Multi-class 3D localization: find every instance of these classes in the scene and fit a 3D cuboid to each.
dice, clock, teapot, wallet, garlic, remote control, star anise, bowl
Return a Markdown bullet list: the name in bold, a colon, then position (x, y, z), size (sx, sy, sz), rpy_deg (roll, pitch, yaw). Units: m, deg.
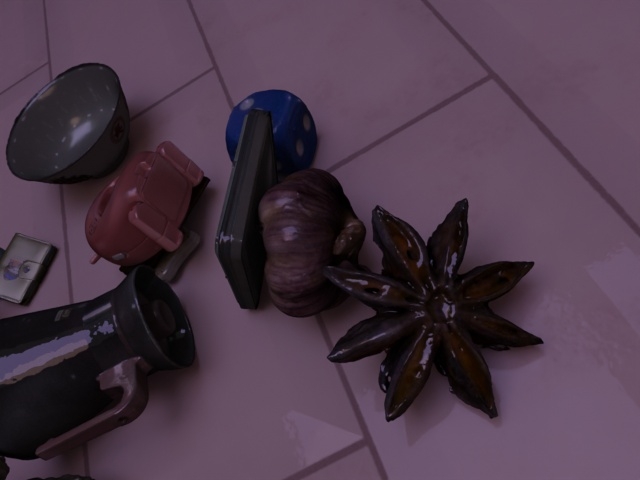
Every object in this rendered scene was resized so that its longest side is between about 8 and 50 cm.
- **dice**: position (-0.096, -0.205, 1.070), size (0.146, 0.143, 0.146), rpy_deg (-1, 59, 25)
- **clock**: position (-0.379, -0.064, 1.063), size (0.241, 0.142, 0.227), rpy_deg (-21, 44, 31)
- **teapot**: position (-0.413, 0.216, 0.913), size (0.343, 0.253, 0.300), rpy_deg (-27, 41, 3)
- **wallet**: position (-0.693, 0.067, 1.238), size (0.110, 0.039, 0.155), rpy_deg (16, 69, 7)
- **garlic**: position (0.000, 0.000, 0.853), size (0.160, 0.245, 0.245), rpy_deg (-6, 60, 19)
- **remote control**: position (-0.297, 0.029, 1.091), size (0.074, 0.032, 0.122), rpy_deg (23, 73, 48)
- **wallet**: position (-0.337, -0.036, 1.135), size (0.137, 0.031, 0.255), rpy_deg (7, 62, 48)
- **star anise**: position (0.154, 0.096, 0.761), size (0.331, 0.117, 0.332), rpy_deg (2, 78, -8)
- **bowl**: position (-0.578, -0.252, 1.304), size (0.336, 0.157, 0.338), rpy_deg (-11, 60, 19)

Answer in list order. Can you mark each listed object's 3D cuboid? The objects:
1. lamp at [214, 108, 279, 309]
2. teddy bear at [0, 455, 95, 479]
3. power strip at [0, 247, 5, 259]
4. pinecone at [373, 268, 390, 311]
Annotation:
- **lamp**: position (-0.114, -0.043, 0.916), size (0.047, 0.267, 0.269), rpy_deg (6, 63, 4)
- **teddy bear**: position (-0.562, 0.464, 0.774), size (0.224, 0.367, 0.358), rpy_deg (21, 80, 52)
- **power strip**: position (-0.812, 0.105, 1.279), size (0.215, 0.044, 0.137), rpy_deg (-36, 55, 2)
- **pinecone**: position (0.114, 0.082, 0.860), size (0.083, 0.077, 0.077), rpy_deg (-33, 47, 45)
